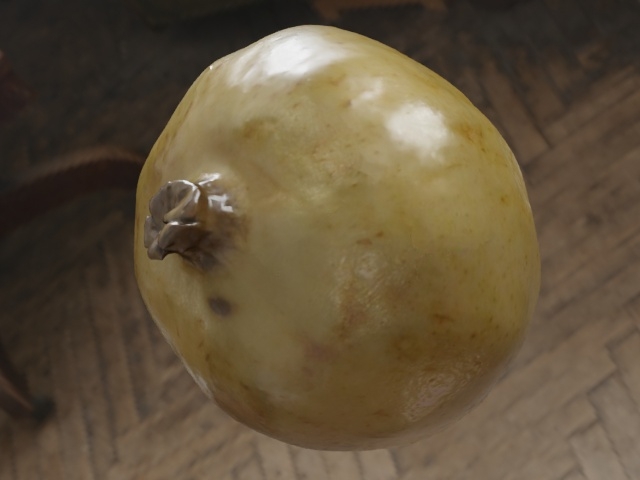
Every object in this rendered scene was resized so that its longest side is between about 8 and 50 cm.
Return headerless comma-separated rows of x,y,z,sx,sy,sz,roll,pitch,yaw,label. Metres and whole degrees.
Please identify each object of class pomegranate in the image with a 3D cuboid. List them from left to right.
0.000,0.000,0.702,0.196,0.196,0.196,-23,43,23,pomegranate
